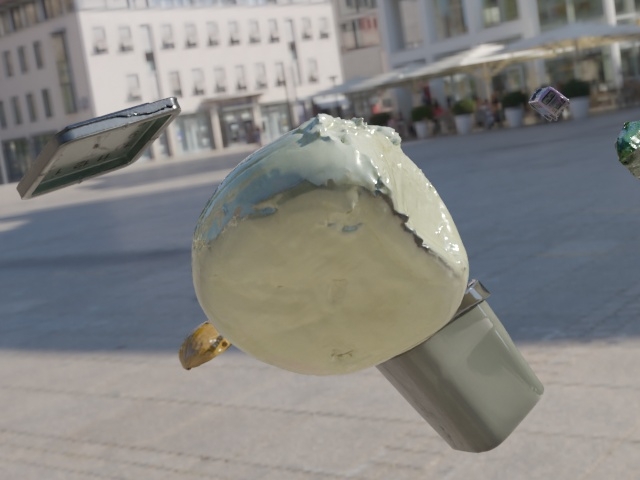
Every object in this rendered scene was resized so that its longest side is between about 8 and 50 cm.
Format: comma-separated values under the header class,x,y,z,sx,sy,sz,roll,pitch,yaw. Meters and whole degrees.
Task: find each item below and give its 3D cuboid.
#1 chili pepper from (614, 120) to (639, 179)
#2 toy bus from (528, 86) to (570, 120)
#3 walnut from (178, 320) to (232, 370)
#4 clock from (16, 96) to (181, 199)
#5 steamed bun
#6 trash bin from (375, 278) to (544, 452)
class,x,y,z,sx,sy,sz,roll,pitch,yaw
chili pepper,0.550,-0.153,1.690,0.062,0.108,0.216,0,8,36
toy bus,0.364,-0.220,1.573,0.037,0.052,0.131,-53,0,9
walnut,-0.198,0.169,1.680,0.091,0.052,0.121,-13,18,43
clock,-0.426,-0.181,1.877,0.273,0.049,0.279,-24,-6,-39
steamed bun,0.000,0.000,1.220,0.311,0.334,0.233,-26,36,17
trash bin,0.226,0.212,1.670,0.219,0.250,0.220,-42,10,-20
